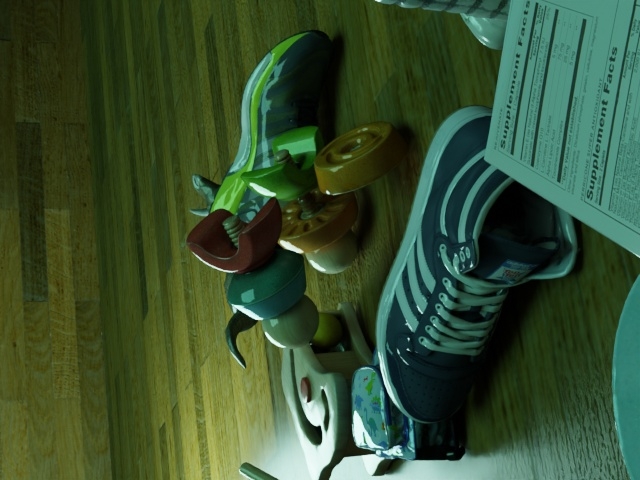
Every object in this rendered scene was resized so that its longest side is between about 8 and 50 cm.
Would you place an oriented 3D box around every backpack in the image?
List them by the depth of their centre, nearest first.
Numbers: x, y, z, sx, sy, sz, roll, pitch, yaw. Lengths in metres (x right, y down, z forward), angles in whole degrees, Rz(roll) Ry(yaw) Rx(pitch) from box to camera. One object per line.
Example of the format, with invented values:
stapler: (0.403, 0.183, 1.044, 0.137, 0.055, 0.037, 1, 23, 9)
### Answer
backpack: (0.078, 0.146, 1.166, 0.105, 0.084, 0.114, 164, 108, -68)

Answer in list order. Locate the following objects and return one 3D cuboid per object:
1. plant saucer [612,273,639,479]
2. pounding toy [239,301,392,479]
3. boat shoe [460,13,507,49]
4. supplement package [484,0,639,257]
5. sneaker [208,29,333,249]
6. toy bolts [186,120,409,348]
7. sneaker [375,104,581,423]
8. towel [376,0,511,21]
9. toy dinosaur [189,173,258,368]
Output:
plant saucer: (0.244, 0.094, 0.756, 0.195, 0.037, 0.195, 180, 90, -72)
pounding toy: (-0.005, 0.171, 1.294, 0.269, 0.154, 0.154, -112, 24, -47)
boat shoe: (0.116, -0.266, 1.056, 0.267, 0.096, 0.088, 64, 144, 37)
supplement package: (0.228, -0.091, 0.553, 0.263, 0.199, 0.198, -134, 48, -64)
sneaker: (-0.032, -0.102, 1.487, 0.121, 0.111, 0.300, 30, 114, 32)
toy bolts: (0.000, 0.000, 1.293, 0.218, 0.228, 0.158, -6, 122, 43)
sneaker: (0.123, 0.044, 1.013, 0.153, 0.099, 0.282, -129, 45, -64)
towel: (0.104, -0.265, 0.870, 0.284, 0.235, 0.121, -111, 34, -47)
toy dinosaur: (-0.089, 0.027, 1.655, 0.160, 0.121, 0.314, 101, 157, -62)
